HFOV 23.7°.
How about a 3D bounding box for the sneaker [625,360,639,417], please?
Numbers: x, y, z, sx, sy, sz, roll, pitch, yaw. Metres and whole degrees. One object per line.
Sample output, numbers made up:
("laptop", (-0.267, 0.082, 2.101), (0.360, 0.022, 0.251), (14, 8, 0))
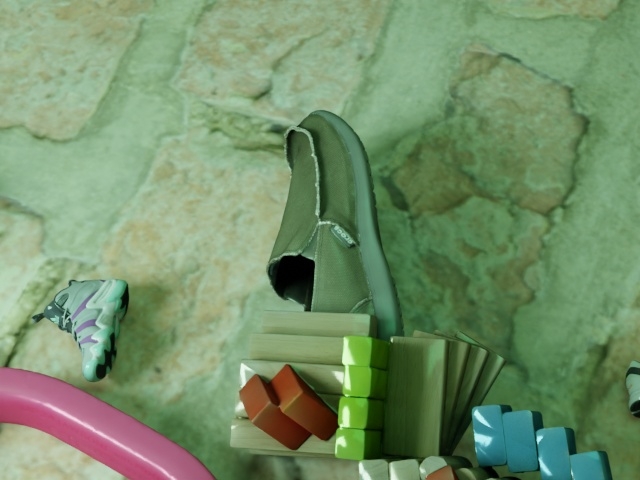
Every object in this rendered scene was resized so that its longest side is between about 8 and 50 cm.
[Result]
("sneaker", (0.282, 0.104, 1.152), (0.109, 0.040, 0.043), (-4, 48, -6))

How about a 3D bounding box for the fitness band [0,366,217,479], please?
("fitness band", (-0.194, 0.197, 1.042), (0.291, 0.054, 0.209), (27, 54, 17))

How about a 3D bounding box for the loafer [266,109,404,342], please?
("loafer", (0.000, 0.000, 1.189), (0.087, 0.094, 0.251), (-6, 52, -10))

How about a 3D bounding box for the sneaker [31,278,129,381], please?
("sneaker", (-0.188, 0.067, 1.164), (0.069, 0.038, 0.098), (5, 41, 4))

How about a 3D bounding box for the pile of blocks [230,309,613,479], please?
("pile of blocks", (0.090, 0.145, 1.019), (0.362, 0.112, 0.149), (28, 91, 18))
